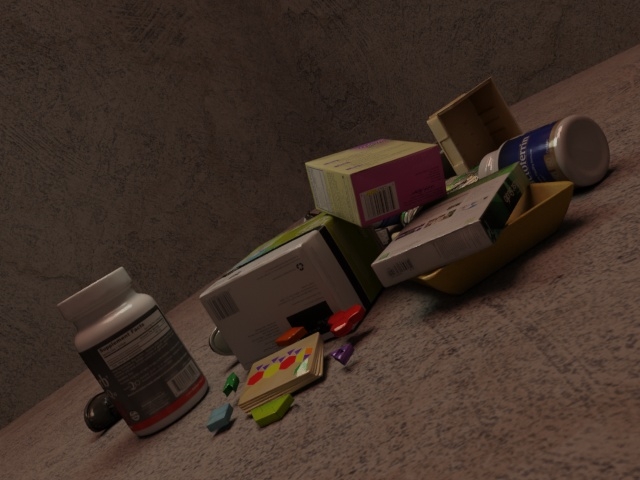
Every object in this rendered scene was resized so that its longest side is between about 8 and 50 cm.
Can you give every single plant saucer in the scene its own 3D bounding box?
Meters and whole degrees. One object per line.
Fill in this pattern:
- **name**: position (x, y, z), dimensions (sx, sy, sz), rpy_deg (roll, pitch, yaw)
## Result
- **plant saucer**: position (0.308, 0.003, 1.235), dimensions (0.332, 0.081, 0.333), rpy_deg (-32, 8, -7)

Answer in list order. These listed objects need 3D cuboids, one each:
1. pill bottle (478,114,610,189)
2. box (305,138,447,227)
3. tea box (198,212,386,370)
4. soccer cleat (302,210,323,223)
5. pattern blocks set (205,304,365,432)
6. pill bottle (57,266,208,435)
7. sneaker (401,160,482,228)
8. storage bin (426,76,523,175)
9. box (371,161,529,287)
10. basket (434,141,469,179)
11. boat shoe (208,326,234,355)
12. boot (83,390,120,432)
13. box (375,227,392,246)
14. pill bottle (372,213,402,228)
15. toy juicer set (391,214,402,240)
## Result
- **pill bottle**: position (0.488, -0.171, 1.369), dimensions (0.153, 0.153, 0.264), rpy_deg (-35, 8, -27)
- **box**: position (0.116, -0.135, 1.351), dimensions (0.213, 0.117, 0.243), rpy_deg (-20, 20, -19)
- **tea box**: position (-0.045, 0.098, 1.463), dimensions (0.329, 0.220, 0.323), rpy_deg (-26, 9, 31)
- **soccer cleat**: position (0.000, 0.000, 2.385), dimensions (0.116, 0.143, 0.331), rpy_deg (4, 22, -13)
- **pattern blocks set**: position (-0.069, 0.254, 1.187), dimensions (0.324, 0.026, 0.285), rpy_deg (-26, 19, 26)
- **pill bottle**: position (-0.445, 0.258, 1.454), dimensions (0.210, 0.363, 0.210), rpy_deg (-31, 7, 4)
- **sneaker**: position (0.360, -0.114, 1.564), dimensions (0.343, 0.134, 0.146), rpy_deg (-31, 9, -3)
- **storage bin**: position (0.508, -0.348, 1.984), dimensions (0.260, 0.262, 0.123), rpy_deg (-37, 9, -35)
- **box**: position (0.259, -0.037, 1.183), dimensions (0.232, 0.058, 0.322), rpy_deg (-25, 11, 37)
- **basket**: position (0.428, -0.262, 2.159), dimensions (0.227, 0.154, 0.204), rpy_deg (-36, -36, 24)
- **boat shoe**: position (-0.184, 0.224, 1.645), dimensions (0.302, 0.114, 0.091), rpy_deg (-22, 1, -41)
- **boot**: position (-0.513, 0.417, 1.718), dimensions (0.229, 0.091, 0.263), rpy_deg (-28, 6, 24)
- **box**: position (0.074, 0.025, 1.854), dimensions (0.231, 0.056, 0.183), rpy_deg (-17, 3, -23)
- **pill bottle**: position (0.174, -0.112, 1.926), dimensions (0.272, 0.152, 0.152), rpy_deg (-13, -6, -43)
- **toy juicer set**: position (0.299, -0.092, 1.816), dimensions (0.209, 0.089, 0.329), rpy_deg (-24, 11, 43)
